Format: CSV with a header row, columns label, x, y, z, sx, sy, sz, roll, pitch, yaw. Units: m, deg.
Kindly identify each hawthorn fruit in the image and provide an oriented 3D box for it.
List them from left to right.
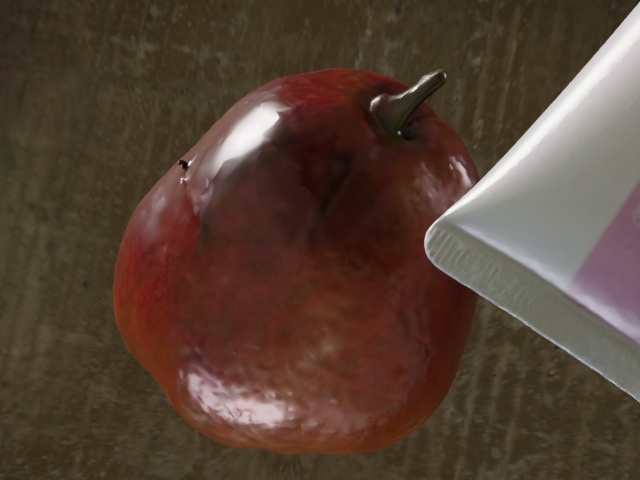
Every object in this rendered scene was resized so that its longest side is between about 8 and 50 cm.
label,x,y,z,sx,sy,sz,roll,pitch,yaw
hawthorn fruit,0.000,0.000,0.665,0.224,0.224,0.261,23,-58,2

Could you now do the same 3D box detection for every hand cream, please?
label,x,y,z,sx,sy,sz,roll,pitch,yaw
hand cream,0.223,-0.089,0.535,0.185,0.118,0.358,34,-96,11
